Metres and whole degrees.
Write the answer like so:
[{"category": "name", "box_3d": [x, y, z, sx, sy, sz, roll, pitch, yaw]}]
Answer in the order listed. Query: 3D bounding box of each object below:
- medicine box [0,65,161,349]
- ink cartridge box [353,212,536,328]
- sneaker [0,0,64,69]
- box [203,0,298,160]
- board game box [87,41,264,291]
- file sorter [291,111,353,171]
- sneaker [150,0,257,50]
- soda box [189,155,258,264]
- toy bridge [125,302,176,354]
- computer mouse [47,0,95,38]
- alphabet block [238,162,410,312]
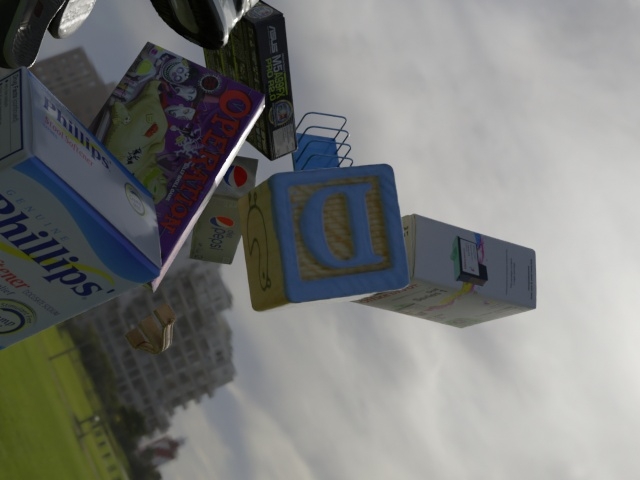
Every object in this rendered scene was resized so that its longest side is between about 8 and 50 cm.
[{"category": "medicine box", "box_3d": [-0.383, -0.020, 1.146, 0.263, 0.289, 0.149, 51, 19, -49]}, {"category": "ink cartridge box", "box_3d": [0.207, 0.060, 1.680, 0.201, 0.278, 0.117, -24, -123, 53]}, {"category": "sneaker", "box_3d": [-0.485, -0.375, 1.515, 0.118, 0.222, 0.083, 9, -22, 23]}, {"category": "box", "box_3d": [-0.131, -0.303, 1.689, 0.216, 0.060, 0.270, 41, -33, 43]}, {"category": "board game box", "box_3d": [-0.251, -0.117, 1.418, 0.208, 0.346, 0.056, 26, -23, 2]}, {"category": "file sorter", "box_3d": [0.007, -0.199, 2.226, 0.104, 0.118, 0.170, 127, -38, -52]}, {"category": "sneaker", "box_3d": [-0.126, -0.463, 1.147, 0.169, 0.257, 0.447, 30, -22, 21]}, {"category": "soda box", "box_3d": [-0.188, -0.056, 1.832, 0.286, 0.091, 0.098, 117, -20, -62]}, {"category": "toy bridge", "box_3d": [-0.281, 0.159, 1.628, 0.063, 0.026, 0.188, 57, -33, 1]}, {"category": "computer mouse", "box_3d": [-0.422, -0.477, 1.672, 0.072, 0.188, 0.272, 36, -59, 1]}, {"category": "alphabet block", "box_3d": [0.000, 0.000, 1.436, 0.197, 0.193, 0.192, 154, -70, -69]}]
